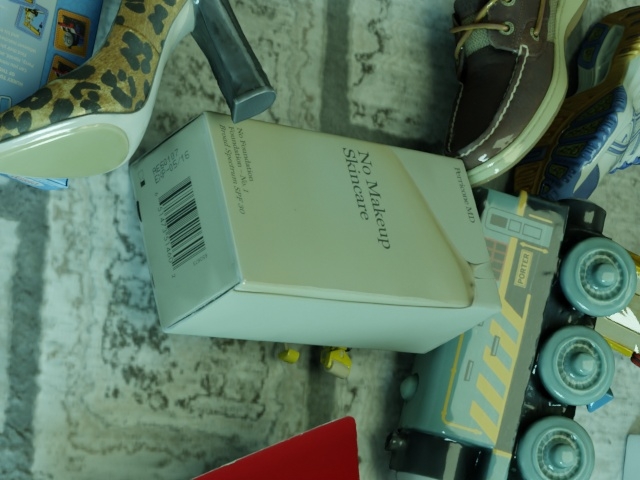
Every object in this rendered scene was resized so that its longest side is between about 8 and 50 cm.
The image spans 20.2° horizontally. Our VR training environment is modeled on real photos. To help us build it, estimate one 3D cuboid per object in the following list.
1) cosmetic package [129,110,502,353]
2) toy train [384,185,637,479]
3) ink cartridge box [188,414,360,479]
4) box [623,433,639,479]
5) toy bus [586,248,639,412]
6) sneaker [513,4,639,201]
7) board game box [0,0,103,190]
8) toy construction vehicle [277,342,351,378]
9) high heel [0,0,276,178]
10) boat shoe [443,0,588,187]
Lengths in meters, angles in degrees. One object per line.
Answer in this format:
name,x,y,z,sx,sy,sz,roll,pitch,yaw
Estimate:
cosmetic package,0.000,0.000,1.541,0.309,0.113,0.160,6,62,-43
toy train,0.175,0.106,1.708,0.190,0.142,0.334,17,79,-12
ink cartridge box,-0.035,0.319,1.427,0.309,0.130,0.271,-20,111,-36
box,0.516,0.320,1.976,0.345,0.215,0.168,15,78,-42
toy bus,0.303,0.055,1.861,0.104,0.191,0.202,-89,162,-75
sneaker,0.308,-0.110,1.872,0.131,0.112,0.296,53,56,-29
board game box,-0.248,-0.162,1.393,0.160,0.039,0.211,20,73,-42
toy construction vehicle,-0.001,0.072,1.623,0.086,0.035,0.098,25,63,-41
high heel,-0.184,-0.150,1.401,0.261,0.093,0.186,-17,67,-24
boat shoe,0.171,-0.198,1.738,0.123,0.123,0.342,42,52,-23
